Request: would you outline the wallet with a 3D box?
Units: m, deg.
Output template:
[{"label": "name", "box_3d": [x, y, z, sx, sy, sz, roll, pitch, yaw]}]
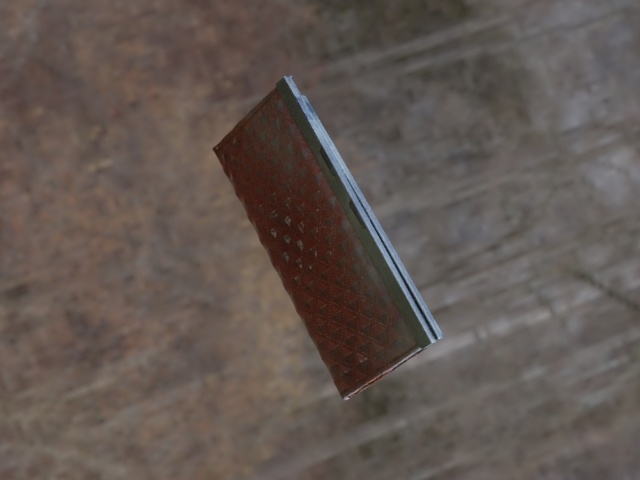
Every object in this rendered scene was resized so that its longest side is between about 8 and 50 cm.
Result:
[{"label": "wallet", "box_3d": [0.000, 0.000, 1.268, 0.103, 0.020, 0.196, -40, -104, 45]}]
